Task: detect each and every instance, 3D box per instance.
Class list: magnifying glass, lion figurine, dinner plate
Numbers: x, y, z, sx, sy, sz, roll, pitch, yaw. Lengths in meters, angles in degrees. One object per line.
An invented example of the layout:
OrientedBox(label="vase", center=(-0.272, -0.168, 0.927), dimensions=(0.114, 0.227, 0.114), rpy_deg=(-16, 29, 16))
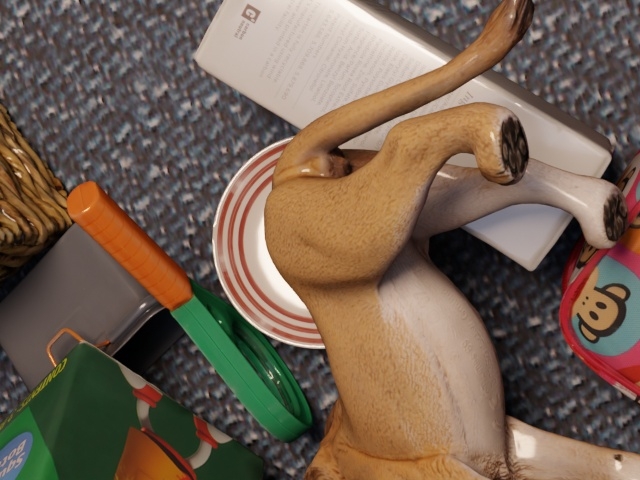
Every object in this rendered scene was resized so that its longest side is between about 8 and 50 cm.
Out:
OrientedBox(label="magnifying glass", center=(-0.074, 0.047, 0.717), dimensions=(0.026, 0.092, 0.231), rpy_deg=(-34, 127, 5))
OrientedBox(label="lion figurine", center=(0.047, 0.063, 0.644), dimensions=(0.240, 0.142, 0.392), rpy_deg=(2, 110, 39))
OrientedBox(label="dinner plate", center=(0.000, 0.000, 0.761), dimensions=(0.141, 0.017, 0.141), rpy_deg=(0, 86, 4))

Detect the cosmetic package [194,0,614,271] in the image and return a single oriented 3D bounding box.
OrientedBox(label="cosmetic package", center=(0.054, -0.081, 0.697), dimensions=(0.231, 0.117, 0.085), rpy_deg=(34, 105, 8))

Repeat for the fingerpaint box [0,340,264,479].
OrientedBox(label="fingerpaint box", center=(-0.241, 0.331, 0.668), dimensions=(0.163, 0.371, 0.445), rpy_deg=(38, 114, -19))

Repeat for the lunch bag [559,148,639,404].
OrientedBox(label="lunch bag", center=(0.303, -0.002, 0.645), dimensions=(0.258, 0.120, 0.293), rpy_deg=(34, 104, 6))

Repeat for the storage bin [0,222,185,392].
OrientedBox(label="storage bin", center=(-0.159, 0.052, 0.787), dimensions=(0.135, 0.098, 0.091), rpy_deg=(-45, 76, 16))

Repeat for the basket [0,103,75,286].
OrientedBox(label="basket", center=(-0.349, -0.054, 0.749), dimensions=(0.223, 0.213, 0.299), rpy_deg=(-35, 89, 16))
